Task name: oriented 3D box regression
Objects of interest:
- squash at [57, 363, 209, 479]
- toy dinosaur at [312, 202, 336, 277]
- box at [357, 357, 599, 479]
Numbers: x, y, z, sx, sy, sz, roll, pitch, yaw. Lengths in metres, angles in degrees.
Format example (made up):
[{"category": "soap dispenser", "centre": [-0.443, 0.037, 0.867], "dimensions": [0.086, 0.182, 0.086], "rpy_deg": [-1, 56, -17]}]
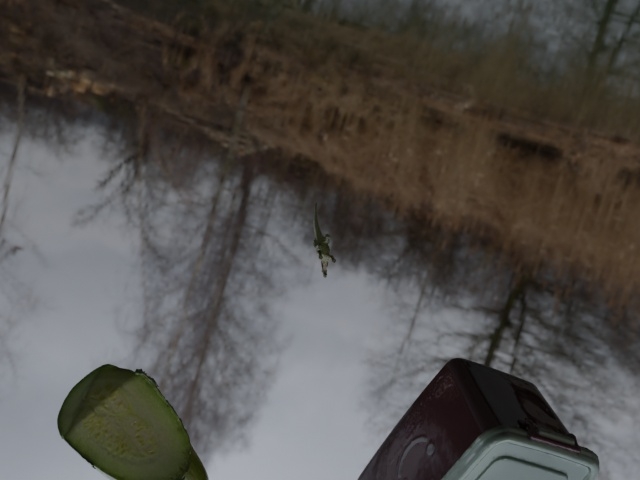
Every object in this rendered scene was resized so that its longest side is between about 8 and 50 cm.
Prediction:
[{"category": "squash", "centre": [-0.142, 0.199, 0.929], "dimensions": [0.075, 0.090, 0.200], "rpy_deg": [-13, 132, 29]}, {"category": "toy dinosaur", "centre": [0.002, 0.001, 1.552], "dimensions": [0.026, 0.113, 0.041], "rpy_deg": [-11, -171, -13]}, {"category": "box", "centre": [0.184, 0.300, 1.317], "dimensions": [0.193, 0.294, 0.167], "rpy_deg": [22, -155, -27]}]
